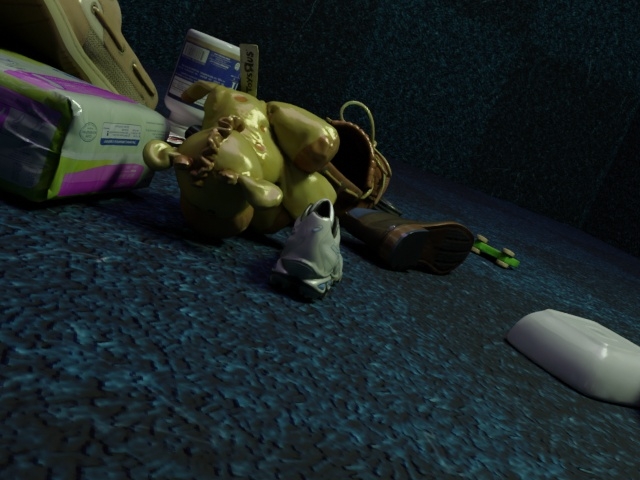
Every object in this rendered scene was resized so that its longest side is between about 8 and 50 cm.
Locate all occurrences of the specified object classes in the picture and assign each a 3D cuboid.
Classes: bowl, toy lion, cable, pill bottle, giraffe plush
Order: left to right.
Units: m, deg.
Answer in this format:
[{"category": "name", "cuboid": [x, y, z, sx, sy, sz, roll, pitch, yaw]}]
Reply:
[{"category": "pill bottle", "cuboid": [-0.206, -0.258, 1.338, 0.112, 0.186, 0.112, 21, 11, -4]}, {"category": "giraffe plush", "cuboid": [-0.084, -0.072, 0.788, 0.181, 0.210, 0.170, -6, 29, 19]}, {"category": "cable", "cuboid": [0.066, -0.095, 1.516, 0.139, 0.072, 0.287, 35, 9, -50]}, {"category": "toy lion", "cuboid": [0.333, 0.026, 1.455, 0.100, 0.034, 0.096, 32, 7, 41]}, {"category": "bowl", "cuboid": [0.292, 0.122, 0.839, 0.142, 0.053, 0.142, 16, 11, -32]}]

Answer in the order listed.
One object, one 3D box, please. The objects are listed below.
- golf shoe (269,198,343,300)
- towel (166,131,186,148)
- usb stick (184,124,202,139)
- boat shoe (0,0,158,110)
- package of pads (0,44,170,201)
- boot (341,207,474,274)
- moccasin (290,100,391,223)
[{"category": "golf shoe", "cuboid": [0.000, 0.000, 0.766, 0.069, 0.086, 0.176, 20, 9, -2]}, {"category": "towel", "cuboid": [-0.319, -0.203, 1.271, 0.144, 0.029, 0.197, 14, 14, -41]}, {"category": "usb stick", "cuboid": [-0.141, -0.124, 1.197, 0.077, 0.045, 0.278, 25, 7, -34]}, {"category": "boat shoe", "cuboid": [-0.286, -0.241, 0.860, 0.122, 0.110, 0.341, 14, -30, 23]}, {"category": "package of pads", "cuboid": [-0.322, -0.133, 0.736, 0.296, 0.101, 0.229, 23, 9, 6]}, {"category": "boot", "cuboid": [0.127, -0.010, 1.075, 0.106, 0.082, 0.219, 33, 17, 35]}, {"category": "moccasin", "cuboid": [0.028, -0.112, 1.115, 0.139, 0.147, 0.380, 57, 21, 14]}]
